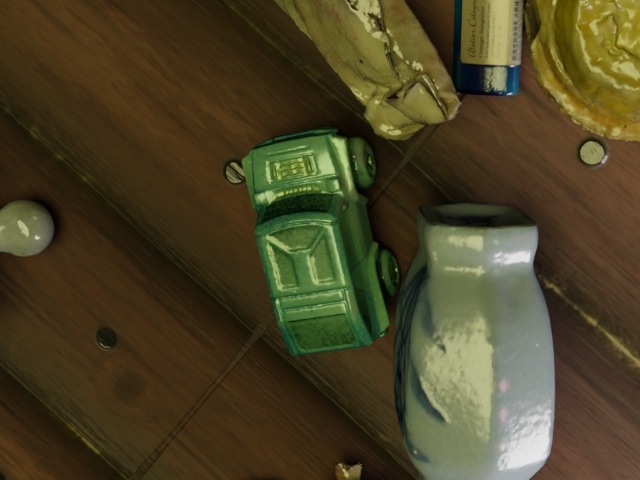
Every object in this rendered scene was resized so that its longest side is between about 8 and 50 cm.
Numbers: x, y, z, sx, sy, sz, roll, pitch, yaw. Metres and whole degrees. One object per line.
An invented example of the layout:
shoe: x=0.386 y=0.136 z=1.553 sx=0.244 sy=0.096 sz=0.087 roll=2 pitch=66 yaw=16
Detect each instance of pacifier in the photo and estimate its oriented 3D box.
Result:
pacifier: x=-0.488 y=-0.007 z=1.561 sx=0.225 sy=0.238 sz=0.287 roll=-12 pitch=100 yaw=-9

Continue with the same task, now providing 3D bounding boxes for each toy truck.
toy truck: x=0.000 y=0.000 z=1.414 sx=0.155 sy=0.156 sz=0.279 roll=-9 pitch=103 yaw=20

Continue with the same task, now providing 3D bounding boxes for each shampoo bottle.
shampoo bottle: x=0.200 y=-0.266 z=1.331 sx=0.087 sy=0.050 sz=0.183 roll=11 pitch=108 yaw=36

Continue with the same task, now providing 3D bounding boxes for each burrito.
burrito: x=0.040 y=-0.270 z=1.336 sx=0.348 sy=0.107 sz=0.175 roll=52 pitch=149 yaw=2

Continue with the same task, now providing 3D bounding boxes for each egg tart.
egg tart: x=0.362 y=-0.250 z=1.255 sx=0.290 sy=0.115 sz=0.290 roll=5 pitch=105 yaw=18

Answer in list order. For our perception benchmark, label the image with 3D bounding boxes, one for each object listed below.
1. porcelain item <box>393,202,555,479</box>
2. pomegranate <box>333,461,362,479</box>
porcelain item: x=0.181 y=0.165 z=1.358 sx=0.178 sy=0.242 sz=0.405 roll=-2 pitch=102 yaw=-1
pomegranate: x=0.046 y=0.379 z=1.525 sx=0.130 sy=0.130 sz=0.130 roll=5 pitch=106 yaw=17
